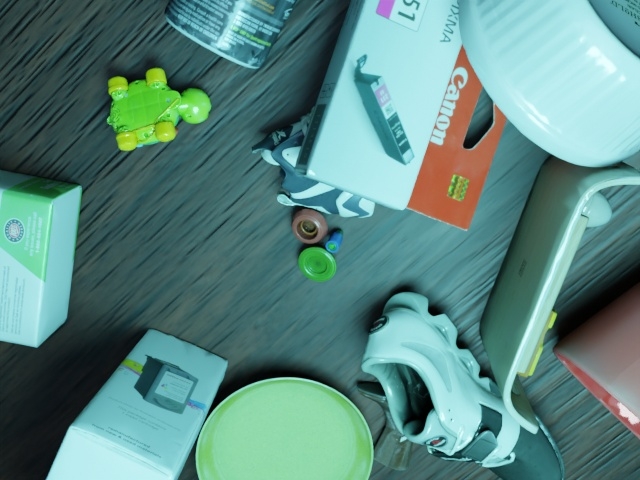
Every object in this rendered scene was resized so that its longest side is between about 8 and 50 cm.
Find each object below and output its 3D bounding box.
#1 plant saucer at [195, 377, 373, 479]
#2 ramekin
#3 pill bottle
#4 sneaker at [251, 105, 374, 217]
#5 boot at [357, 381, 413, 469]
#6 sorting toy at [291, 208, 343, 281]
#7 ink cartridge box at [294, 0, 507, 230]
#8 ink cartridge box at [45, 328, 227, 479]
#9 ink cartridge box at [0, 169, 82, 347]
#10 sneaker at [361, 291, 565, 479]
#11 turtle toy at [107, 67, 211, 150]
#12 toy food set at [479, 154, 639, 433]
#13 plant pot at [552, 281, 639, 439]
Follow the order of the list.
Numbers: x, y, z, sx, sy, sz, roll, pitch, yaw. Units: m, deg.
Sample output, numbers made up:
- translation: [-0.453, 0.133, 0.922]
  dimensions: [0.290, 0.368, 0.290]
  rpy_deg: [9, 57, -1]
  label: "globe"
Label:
- translation: [-0.049, 0.289, 1.145]
  dimensions: [0.241, 0.037, 0.241]
  rpy_deg: [-1, 107, -4]
  label: "plant saucer"
- translation: [0.287, -0.223, 0.873]
  dimensions: [0.273, 0.273, 0.127]
  rpy_deg: [43, 141, -7]
  label: "ramekin"
- translation: [-0.068, -0.333, 0.951]
  dimensions: [0.130, 0.130, 0.246]
  rpy_deg: [30, 105, -4]
  label: "pill bottle"
- translation: [-0.007, -0.143, 1.013]
  dimensions: [0.153, 0.094, 0.235]
  rpy_deg: [0, 115, -5]
  label: "sneaker"
- translation: [0.085, 0.258, 1.144]
  dimensions: [0.106, 0.037, 0.114]
  rpy_deg: [19, 110, 1]
  label: "boot"
- translation: [0.000, 0.000, 1.084]
  dimensions: [0.061, 0.042, 0.102]
  rpy_deg: [-3, 117, 21]
  label: "sorting toy"
- translation: [0.125, -0.166, 0.948]
  dimensions: [0.238, 0.060, 0.275]
  rpy_deg: [18, 92, -20]
  label: "ink cartridge box"
- translation: [-0.237, 0.274, 1.030]
  dimensions: [0.131, 0.306, 0.226]
  rpy_deg: [25, 104, -3]
  label: "ink cartridge box"
- translation: [-0.467, 0.005, 1.076]
  dimensions: [0.272, 0.115, 0.198]
  rpy_deg: [12, 105, 1]
  label: "ink cartridge box"
- translation: [0.170, 0.233, 1.058]
  dimensions: [0.330, 0.146, 0.122]
  rpy_deg: [46, 134, -4]
  label: "sneaker"
- translation: [-0.202, -0.160, 1.038]
  dimensions: [0.130, 0.066, 0.095]
  rpy_deg: [-12, 80, 5]
  label: "turtle toy"
- translation: [0.280, 0.047, 0.977]
  dimensions: [0.092, 0.220, 0.306]
  rpy_deg: [17, 105, 0]
  label: "toy food set"
- translation: [0.457, 0.138, 0.978]
  dimensions: [0.243, 0.275, 0.275]
  rpy_deg: [-45, 97, 2]
  label: "plant pot"
